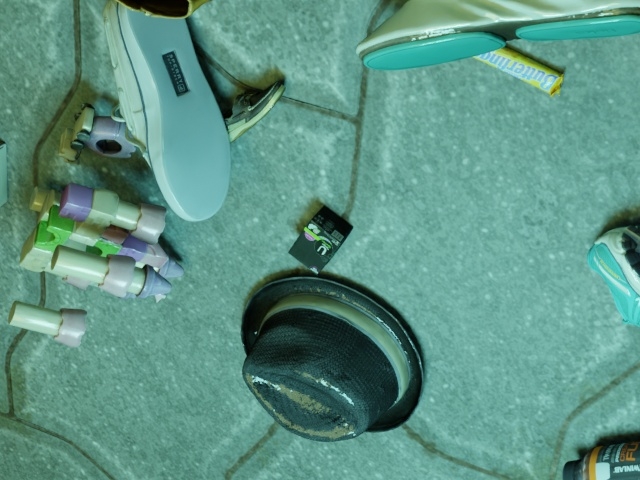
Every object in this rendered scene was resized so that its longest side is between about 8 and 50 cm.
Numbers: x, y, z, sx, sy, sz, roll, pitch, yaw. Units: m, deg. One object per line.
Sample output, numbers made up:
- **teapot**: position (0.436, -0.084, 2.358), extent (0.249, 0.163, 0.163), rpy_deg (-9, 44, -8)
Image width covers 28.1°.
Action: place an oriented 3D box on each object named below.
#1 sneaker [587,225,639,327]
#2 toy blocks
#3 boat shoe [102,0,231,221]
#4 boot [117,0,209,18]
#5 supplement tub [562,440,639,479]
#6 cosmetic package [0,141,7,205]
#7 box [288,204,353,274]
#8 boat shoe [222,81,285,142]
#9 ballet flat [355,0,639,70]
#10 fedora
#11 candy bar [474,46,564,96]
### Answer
- **sneaker**: position (0.484, 0.095, 1.807), extent (0.275, 0.107, 0.110), rpy_deg (52, 148, -4)
- **toy blocks**: position (-0.332, -0.001, 2.113), extent (0.260, 0.309, 0.288), rpy_deg (17, 147, -23)
- **boat shoe**: position (-0.256, -0.204, 1.955), extent (0.156, 0.136, 0.367), rpy_deg (-2, 110, 53)
- **boot**: position (-0.265, -0.405, 1.789), extent (0.295, 0.211, 0.104), rpy_deg (22, 127, 14)
- **supplement tub**: position (0.473, 0.362, 1.958), extent (0.198, 0.106, 0.106), rpy_deg (-14, 112, 33)
- **cosmetic package**: position (-0.712, -0.134, 2.237), extent (0.296, 0.153, 0.129), rpy_deg (18, 125, 15)
- **box**: position (0.000, 0.000, 2.010), extent (0.062, 0.052, 0.083), rpy_deg (39, 130, 3)
- **boat shoe**: position (-0.112, -0.199, 1.940), extent (0.049, 0.056, 0.152), rpy_deg (44, 130, -11)
- **ballet flat**: position (0.235, -0.310, 1.657), extent (0.400, 0.139, 0.139), rpy_deg (-6, 117, 26)
- **fedora**: position (-0.005, 0.220, 2.088), extent (0.334, 0.152, 0.334), rpy_deg (13, 124, 20)
- **candy bar**: position (0.258, -0.243, 1.743), extent (0.161, 0.018, 0.040), rpy_deg (28, 129, 10)
